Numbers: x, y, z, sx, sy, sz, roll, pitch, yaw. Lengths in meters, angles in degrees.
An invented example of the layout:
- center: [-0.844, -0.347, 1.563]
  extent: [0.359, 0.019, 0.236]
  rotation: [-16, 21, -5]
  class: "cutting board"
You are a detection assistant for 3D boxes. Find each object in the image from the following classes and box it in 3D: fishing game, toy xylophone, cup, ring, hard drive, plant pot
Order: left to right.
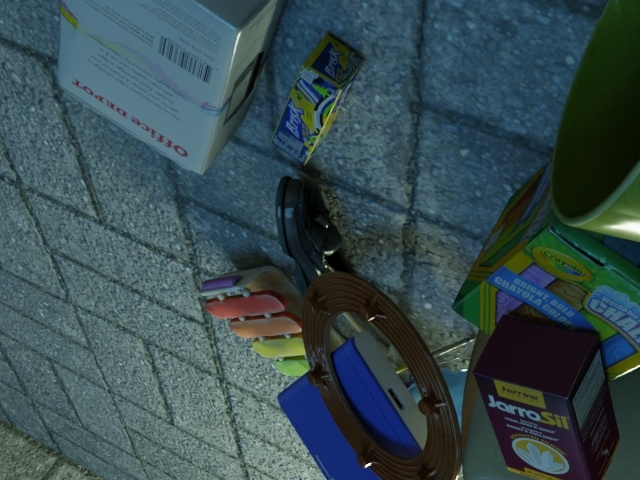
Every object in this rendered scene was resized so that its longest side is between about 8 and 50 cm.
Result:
- center: [-0.036, 0.147, 1.655]
  extent: [0.323, 0.081, 0.236]
  rotation: [44, 149, -16]
  class: "toy xylophone"
- center: [0.051, 0.277, 1.561]
  extent: [0.210, 0.040, 0.318]
  rotation: [57, 150, 8]
  class: "hard drive"
- center: [0.067, 0.201, 1.390]
  extent: [0.336, 0.032, 0.336]
  rotation: [40, 143, 40]
  class: "ring"
- center: [0.197, 0.258, 1.534]
  extent: [0.189, 0.041, 0.264]
  rotation: [-28, 121, 8]
  class: "fishing game"
- center: [0.309, 0.255, 1.304]
  extent: [0.331, 0.237, 0.331]
  rotation: [26, 148, 17]
  class: "cup"
- center: [0.367, -0.089, 0.768]
  extent: [0.294, 0.274, 0.275]
  rotation: [21, 150, -4]
  class: "plant pot"

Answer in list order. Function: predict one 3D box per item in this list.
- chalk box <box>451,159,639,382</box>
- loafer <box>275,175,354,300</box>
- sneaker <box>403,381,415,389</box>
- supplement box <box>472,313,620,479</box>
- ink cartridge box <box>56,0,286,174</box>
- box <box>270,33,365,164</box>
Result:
- center: [0.291, 0.004, 1.022]
  extent: [0.179, 0.180, 0.289]
  rotation: [35, 149, 0]
  class: "chalk box"
- center: [0.000, 0.000, 1.422]
  extent: [0.084, 0.096, 0.267]
  rotation: [4, 149, 12]
  class: "loafer"
- center: [0.137, 0.283, 1.673]
  extent: [0.104, 0.095, 0.236]
  rotation: [44, 144, -5]
  class: "sneaker"
- center: [0.236, 0.172, 1.058]
  extent: [0.104, 0.080, 0.188]
  rotation: [12, 144, 34]
  class: "supplement box"
- center: [-0.177, -0.246, 1.187]
  extent: [0.226, 0.131, 0.306]
  rotation: [34, 152, 2]
  class: "ink cartridge box"
- center: [-0.006, -0.162, 1.204]
  extent: [0.054, 0.059, 0.169]
  rotation: [34, 150, 1]
  class: "box"
